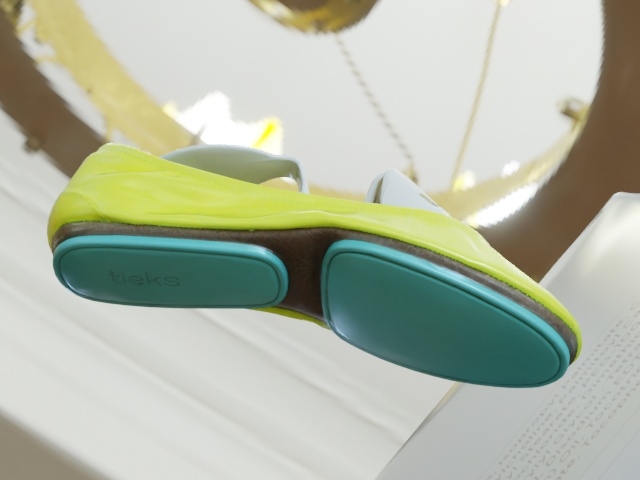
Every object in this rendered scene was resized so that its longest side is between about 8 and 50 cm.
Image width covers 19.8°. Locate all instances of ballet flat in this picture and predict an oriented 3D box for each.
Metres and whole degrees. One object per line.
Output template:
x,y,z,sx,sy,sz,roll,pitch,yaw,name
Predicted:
0.000,0.000,0.774,0.231,0.077,0.077,11,-40,6,ballet flat

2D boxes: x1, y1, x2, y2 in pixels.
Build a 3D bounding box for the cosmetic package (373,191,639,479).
0.223,0.198,0.929,0.329,0.327,0.393,40,-4,-8,cosmetic package
